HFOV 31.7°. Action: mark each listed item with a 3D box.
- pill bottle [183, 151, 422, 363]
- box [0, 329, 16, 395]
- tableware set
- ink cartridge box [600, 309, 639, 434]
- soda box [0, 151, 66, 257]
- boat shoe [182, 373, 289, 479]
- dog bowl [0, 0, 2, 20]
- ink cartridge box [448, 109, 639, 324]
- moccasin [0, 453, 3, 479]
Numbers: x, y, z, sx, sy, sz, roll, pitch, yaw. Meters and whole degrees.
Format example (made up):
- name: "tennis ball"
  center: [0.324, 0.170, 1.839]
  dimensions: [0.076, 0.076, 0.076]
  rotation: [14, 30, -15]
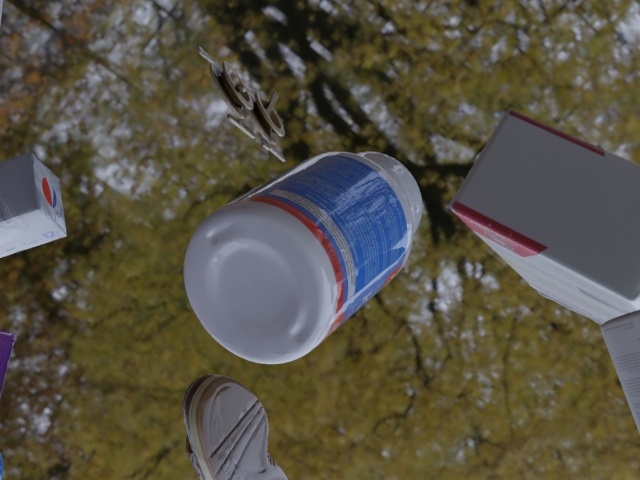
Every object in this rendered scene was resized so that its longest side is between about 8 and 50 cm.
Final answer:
- name: "pill bottle"
  center: [0.000, 0.000, 0.887]
  dimensions: [0.124, 0.124, 0.221]
  rotation: [-36, 180, 34]
- name: "box"
  center: [-0.242, 0.211, 0.606]
  dimensions: [0.201, 0.057, 0.293]
  rotation: [-104, -145, -64]
- name: "tableware set"
  center: [-0.094, -0.196, 1.576]
  dimensions: [0.039, 0.194, 0.128]
  rotation: [-30, -114, 12]
- name: "ink cartridge box"
  center: [0.408, 0.169, 1.188]
  dimensions: [0.056, 0.224, 0.181]
  rotation: [-17, 173, -34]
- name: "soda box"
  center: [-0.498, -0.021, 1.538]
  dimensions: [0.286, 0.091, 0.098]
  rotation: [-17, -117, 7]
- name: "boat shoe"
  center: [-0.140, 0.293, 1.568]
  dimensions: [0.123, 0.342, 0.123]
  rotation: [18, -121, 29]
- name: "dog bowl"
  center: [-0.454, -0.317, 1.266]
  dimensions: [0.104, 0.264, 0.264]
  rotation: [-2, -139, 5]
- name: "ink cartridge box"
  center: [0.384, 0.005, 1.544]
  dimensions: [0.279, 0.385, 0.160]
  rotation: [29, -93, 30]
- name: "moccasin"
  center: [-0.479, 0.190, 1.153]
  dimensions: [0.137, 0.342, 0.116]
  rotation: [-52, -156, 22]
